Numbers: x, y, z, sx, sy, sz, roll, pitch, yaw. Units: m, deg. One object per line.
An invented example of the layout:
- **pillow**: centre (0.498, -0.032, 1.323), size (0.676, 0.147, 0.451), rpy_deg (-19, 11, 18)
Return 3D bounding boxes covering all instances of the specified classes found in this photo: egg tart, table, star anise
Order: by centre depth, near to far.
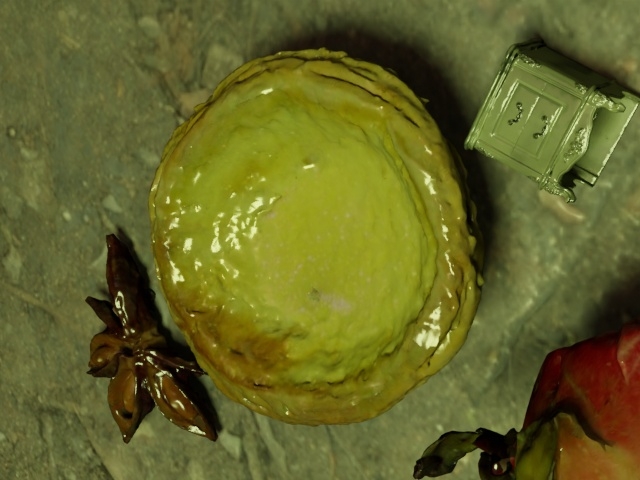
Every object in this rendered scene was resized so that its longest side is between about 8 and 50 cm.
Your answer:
- **table**: centre (0.155, -0.080, 0.629), size (0.083, 0.062, 0.079), rpy_deg (33, 119, 19)
- **egg tart**: centre (0.000, 0.000, 0.715), size (0.294, 0.123, 0.294), rpy_deg (8, 104, 31)
- **star anise**: centre (-0.178, 0.118, 0.896), size (0.212, 0.053, 0.157), rpy_deg (51, 123, 7)

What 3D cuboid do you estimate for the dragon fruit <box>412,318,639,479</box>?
- **dragon fruit**: centre (0.228, 0.185, 0.526), size (0.250, 0.269, 0.291), rpy_deg (146, 117, -71)
